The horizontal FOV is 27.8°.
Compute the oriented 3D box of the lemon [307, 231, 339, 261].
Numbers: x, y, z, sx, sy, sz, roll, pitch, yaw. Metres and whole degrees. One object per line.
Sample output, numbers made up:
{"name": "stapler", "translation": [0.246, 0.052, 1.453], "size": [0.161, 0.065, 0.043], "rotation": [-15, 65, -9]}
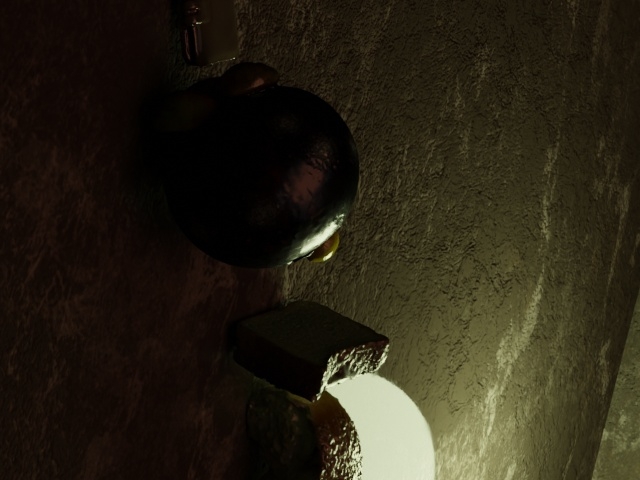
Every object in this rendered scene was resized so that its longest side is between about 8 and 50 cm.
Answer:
{"name": "lemon", "translation": [0.000, 0.000, 2.123], "size": [0.083, 0.062, 0.062], "rotation": [-63, 145, -26]}

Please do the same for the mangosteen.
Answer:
{"name": "mangosteen", "translation": [-0.087, -0.102, 1.755], "size": [0.288, 0.288, 0.288], "rotation": [-24, 119, -54]}

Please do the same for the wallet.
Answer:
{"name": "wallet", "translation": [-0.159, -0.321, 1.791], "size": [0.118, 0.039, 0.152], "rotation": [-23, 115, -57]}

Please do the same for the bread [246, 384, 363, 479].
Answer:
{"name": "bread", "translation": [-0.015, 0.381, 2.110], "size": [0.192, 0.171, 0.314], "rotation": [-5, 104, -54]}

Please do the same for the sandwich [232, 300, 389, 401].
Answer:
{"name": "sandwich", "translation": [-0.017, 0.168, 2.029], "size": [0.215, 0.186, 0.065], "rotation": [-15, 125, -53]}
